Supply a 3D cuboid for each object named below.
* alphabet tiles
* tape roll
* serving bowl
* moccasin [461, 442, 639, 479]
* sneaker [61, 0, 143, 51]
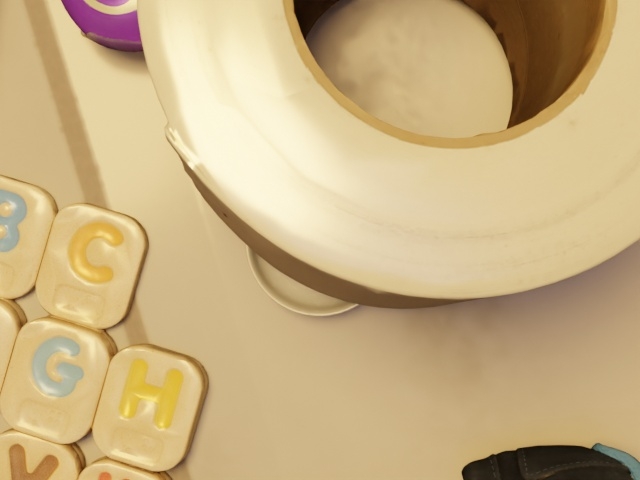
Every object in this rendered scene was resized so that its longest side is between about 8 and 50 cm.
[{"bbox_3d":[-0.217,0.097,0.565,0.284,0.021,0.277,18,93,2],"label":"alphabet tiles"},{"bbox_3d":[0.048,-0.090,0.450,0.246,0.169,0.246,0,84,-2],"label":"tape roll"},{"bbox_3d":[0.000,0.000,0.545,0.083,0.027,0.083,0,94,3],"label":"serving bowl"},{"bbox_3d":[0.113,0.278,0.486,0.117,0.137,0.341,1,62,12],"label":"moccasin"},{"bbox_3d":[-0.100,-0.248,0.478,0.102,0.146,0.293,7,93,3],"label":"sneaker"}]
